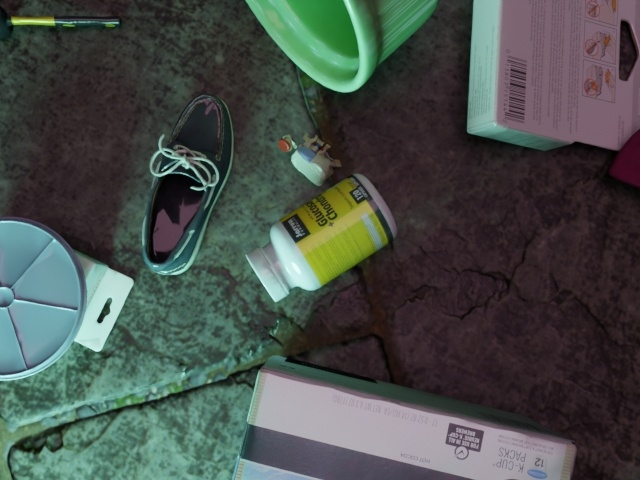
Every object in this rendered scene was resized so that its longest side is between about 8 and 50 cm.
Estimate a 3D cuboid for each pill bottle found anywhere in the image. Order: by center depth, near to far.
[{"bbox_3d":[0.000,0.000,0.950,0.184,0.103,0.103,-33,85,-4],"label":"pill bottle"}]

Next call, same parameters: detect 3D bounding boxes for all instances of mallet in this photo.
[{"bbox_3d":[-0.377,-0.303,1.024,0.190,0.062,0.039,-1,85,-15],"label":"mallet"}]

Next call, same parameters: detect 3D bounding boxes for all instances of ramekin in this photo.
[{"bbox_3d":[0.009,-0.349,0.900,0.148,0.303,0.303,-39,85,-11],"label":"ramekin"}]

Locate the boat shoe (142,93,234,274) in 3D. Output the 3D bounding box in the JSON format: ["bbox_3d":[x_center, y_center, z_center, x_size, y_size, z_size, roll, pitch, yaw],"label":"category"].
[{"bbox_3d":[-0.180,-0.080,0.971,0.095,0.079,0.254,19,84,2],"label":"boat shoe"}]

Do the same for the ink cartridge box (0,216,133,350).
[{"bbox_3d":[-0.362,0.058,0.961,0.198,0.067,0.115,24,84,2],"label":"ink cartridge box"}]

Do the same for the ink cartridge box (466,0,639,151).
[{"bbox_3d":[0.330,-0.271,1.003,0.261,0.066,0.296,8,83,-25],"label":"ink cartridge box"}]

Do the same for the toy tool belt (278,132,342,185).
[{"bbox_3d":[-0.013,-0.118,0.997,0.083,0.052,0.051,44,54,1],"label":"toy tool belt"}]

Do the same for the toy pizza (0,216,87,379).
[{"bbox_3d":[-0.386,0.071,0.910,0.201,0.032,0.201,0,85,2],"label":"toy pizza"}]

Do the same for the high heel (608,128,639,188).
[{"bbox_3d":[0.566,-0.023,0.972,0.181,0.127,0.377,-41,88,20],"label":"high heel"}]

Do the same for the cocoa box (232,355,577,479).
[{"bbox_3d":[0.075,0.288,0.853,0.347,0.231,0.227,13,85,2],"label":"cocoa box"}]
